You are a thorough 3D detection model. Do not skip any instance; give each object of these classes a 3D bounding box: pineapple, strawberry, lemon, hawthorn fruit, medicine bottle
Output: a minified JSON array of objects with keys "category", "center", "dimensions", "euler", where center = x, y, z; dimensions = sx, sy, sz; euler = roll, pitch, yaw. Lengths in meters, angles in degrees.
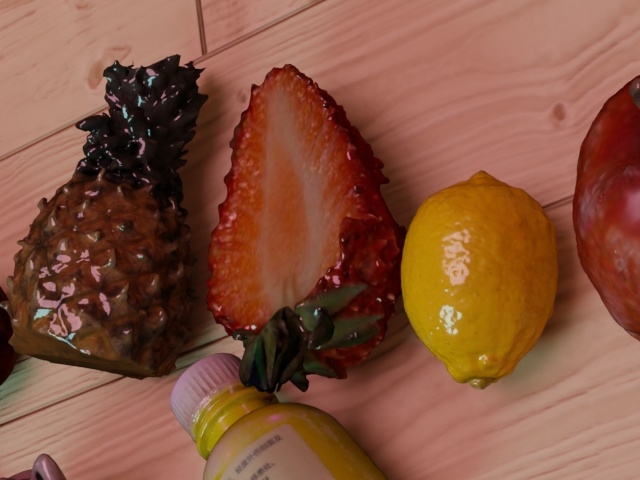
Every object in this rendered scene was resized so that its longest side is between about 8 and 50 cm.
[{"category":"pineapple","center":[-0.156,-0.030,1.569],"dimensions":[0.158,0.158,0.278],"euler":[5,76,39]},{"category":"strawberry","center":[0.000,0.000,1.456],"dimensions":[0.188,0.106,0.286],"euler":[-34,44,40]},{"category":"lemon","center":[0.112,0.027,1.359],"dimensions":[0.114,0.114,0.155],"euler":[1,85,39]},{"category":"hawthorn fruit","center":[0.251,-0.029,1.162],"dimensions":[0.242,0.272,0.241],"euler":[-14,64,30]},{"category":"medicine bottle","center":[-0.032,0.174,1.422],"dimensions":[0.122,0.122,0.212],"euler":[-53,51,13]}]

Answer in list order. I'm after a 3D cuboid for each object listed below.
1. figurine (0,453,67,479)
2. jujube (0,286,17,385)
[{"category":"figurine","center":[-0.209,0.316,1.496],"dimensions":[0.176,0.186,0.287],"euler":[-32,74,56]},{"category":"jujube","center":[-0.390,0.109,1.706],"dimensions":[0.255,0.190,0.190],"euler":[-16,66,15]}]
